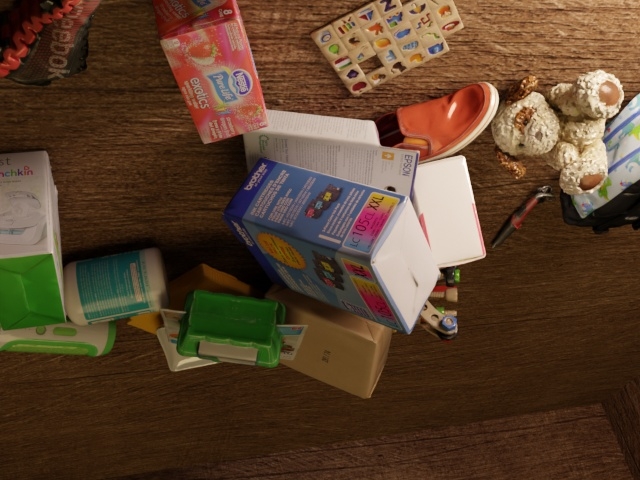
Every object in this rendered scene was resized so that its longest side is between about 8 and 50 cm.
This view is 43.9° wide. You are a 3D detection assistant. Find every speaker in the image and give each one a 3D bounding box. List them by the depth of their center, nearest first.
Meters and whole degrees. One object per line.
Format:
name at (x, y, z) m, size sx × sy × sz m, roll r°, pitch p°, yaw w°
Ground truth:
speaker at (-0.646, 0.209, 1.884) m, size 0.297 × 0.131 × 0.131 m, roll 10°, pitch 142°, yaw -36°

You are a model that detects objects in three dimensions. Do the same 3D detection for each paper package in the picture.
paper package at (0.022, 0.216, 2.001) m, size 0.310 × 0.168 × 0.325 m, roll 20°, pitch 146°, yaw 11°

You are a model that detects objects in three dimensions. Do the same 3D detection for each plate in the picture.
plate at (-0.281, 0.254, 2.109) m, size 0.277 × 0.045 × 0.278 m, roll -11°, pitch 149°, yaw -8°

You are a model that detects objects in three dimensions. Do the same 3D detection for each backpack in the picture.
backpack at (0.736, -0.180, 1.766) m, size 0.290 × 0.273 × 0.355 m, roll -4°, pitch 170°, yaw -13°

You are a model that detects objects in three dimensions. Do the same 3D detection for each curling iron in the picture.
curling iron at (0.521, -0.052, 2.061) m, size 0.068 × 0.035 × 0.274 m, roll 1°, pitch 146°, yaw -25°

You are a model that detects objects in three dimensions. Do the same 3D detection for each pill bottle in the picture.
pill bottle at (-0.476, 0.107, 1.768) m, size 0.264 × 0.146 × 0.146 m, roll -10°, pitch 150°, yaw -9°

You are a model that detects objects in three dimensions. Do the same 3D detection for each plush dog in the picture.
plush dog at (0.464, -0.241, 1.622) m, size 0.225 × 0.210 × 0.262 m, roll 1°, pitch 121°, yaw 0°

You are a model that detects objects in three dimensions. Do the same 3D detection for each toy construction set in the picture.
toy construction set at (0.254, 0.146, 2.153) m, size 0.237 × 0.257 × 0.309 m, roll 0°, pitch 175°, yaw 9°

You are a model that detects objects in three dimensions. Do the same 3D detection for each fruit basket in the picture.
fruit basket at (-0.208, 0.235, 1.863) m, size 0.327 × 0.165 × 0.353 m, roll 9°, pitch 153°, yaw -5°

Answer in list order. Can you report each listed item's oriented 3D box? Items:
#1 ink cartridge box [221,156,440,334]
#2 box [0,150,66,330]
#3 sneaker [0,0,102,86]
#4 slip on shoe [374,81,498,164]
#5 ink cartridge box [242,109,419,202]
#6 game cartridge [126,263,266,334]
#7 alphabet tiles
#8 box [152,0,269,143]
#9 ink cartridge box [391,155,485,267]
ink cartridge box at (0.000, 0.000, 1.505) m, size 0.395 × 0.151 × 0.270 m, roll 20°, pitch 156°, yaw 33°
box at (-0.548, 0.002, 1.476) m, size 0.127 × 0.231 × 0.262 m, roll -6°, pitch 149°, yaw -16°
sneaker at (-0.377, -0.314, 1.156) m, size 0.276 × 0.097 × 0.135 m, roll -32°, pitch 146°, yaw 30°
slip on shoe at (0.191, -0.219, 1.561) m, size 0.331 × 0.123 × 0.101 m, roll -23°, pitch 146°, yaw 22°
ink cartridge box at (0.021, -0.122, 1.581) m, size 0.330 × 0.071 × 0.324 m, roll 7°, pitch 149°, yaw 4°
game cartridge at (-0.304, 0.180, 2.073) m, size 0.285 × 0.052 × 0.324 m, roll -29°, pitch 145°, yaw 23°
alphabet tiles at (0.127, -0.359, 1.398) m, size 0.237 × 0.009 × 0.198 m, roll -24°, pitch 148°, yaw 15°
box at (-0.170, -0.288, 1.262) m, size 0.123 × 0.128 × 0.257 m, roll -15°, pitch 149°, yaw 0°
ink cartridge box at (0.239, -0.049, 1.667) m, size 0.117 × 0.207 × 0.283 m, roll -13°, pitch 178°, yaw -3°
